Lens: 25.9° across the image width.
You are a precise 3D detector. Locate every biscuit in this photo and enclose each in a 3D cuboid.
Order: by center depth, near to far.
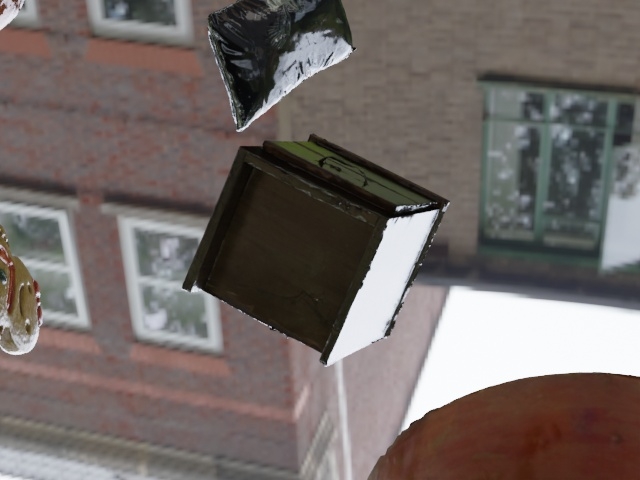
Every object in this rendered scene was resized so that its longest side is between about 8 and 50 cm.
[{"bbox_3d":[-0.400,0.064,1.748,0.036,0.225,0.166,-10,-124,9],"label":"biscuit"}]

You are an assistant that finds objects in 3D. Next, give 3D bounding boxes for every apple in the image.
[{"bbox_3d":[0.158,0.240,0.835,0.251,0.293,0.163,-16,-145,12],"label":"apple"}]

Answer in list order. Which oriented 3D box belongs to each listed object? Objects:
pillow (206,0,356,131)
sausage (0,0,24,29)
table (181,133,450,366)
[{"bbox_3d":[-0.043,-0.227,1.541,0.055,0.141,0.208,10,-142,39],"label":"pillow"},{"bbox_3d":[-0.425,-0.182,1.239,0.348,0.097,0.094,-15,-124,5],"label":"sausage"},{"bbox_3d":[0.000,0.000,1.382,0.169,0.172,0.193,27,-167,17],"label":"table"}]
